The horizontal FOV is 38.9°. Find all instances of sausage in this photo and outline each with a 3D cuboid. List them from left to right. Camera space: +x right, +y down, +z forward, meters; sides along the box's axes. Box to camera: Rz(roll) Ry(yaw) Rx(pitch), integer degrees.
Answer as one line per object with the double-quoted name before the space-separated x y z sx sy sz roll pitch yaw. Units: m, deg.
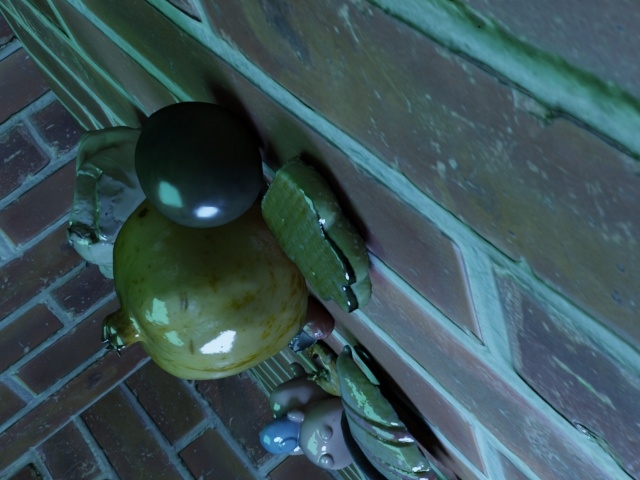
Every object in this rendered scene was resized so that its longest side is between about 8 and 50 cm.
"sausage" -0.016 0.142 1.639 0.094 0.054 0.059 43 165 36

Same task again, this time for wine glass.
"wine glass" -0.075 0.156 1.857 0.155 0.072 0.072 45 166 31

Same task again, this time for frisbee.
"frisbee" 0.128 0.278 1.598 0.187 0.012 0.211 41 164 38

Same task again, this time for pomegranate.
"pomegranate" -0.193 0.069 1.426 0.342 0.342 0.342 49 167 15

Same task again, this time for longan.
"longan" -0.167 -0.105 1.230 0.187 0.167 0.167 37 161 36

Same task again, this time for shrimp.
"shrimp" 0.006 0.274 1.936 0.133 0.053 0.236 51 164 -3

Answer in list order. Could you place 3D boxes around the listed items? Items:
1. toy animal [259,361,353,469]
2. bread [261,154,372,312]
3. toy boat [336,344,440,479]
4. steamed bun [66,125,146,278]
"toy animal" -0.008 0.421 2.126 0.221 0.229 0.209 5 113 18
"bread" 0.000 0.000 1.179 0.207 0.056 0.286 56 168 -1
"toy boat" 0.116 0.363 1.613 0.276 0.111 0.293 45 163 29
"steamed bun" -0.383 -0.075 1.943 0.394 0.238 0.346 -89 -5 -61
